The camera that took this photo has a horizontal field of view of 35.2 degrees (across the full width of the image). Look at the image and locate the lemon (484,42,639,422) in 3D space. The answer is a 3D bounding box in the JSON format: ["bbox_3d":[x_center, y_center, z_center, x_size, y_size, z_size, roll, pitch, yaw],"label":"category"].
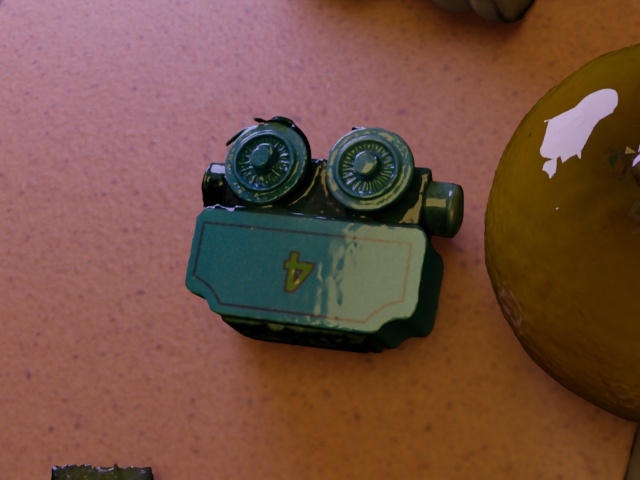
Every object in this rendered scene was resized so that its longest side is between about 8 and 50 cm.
[{"bbox_3d":[0.214,-0.011,0.604,0.240,0.219,0.240,-6,70,16],"label":"lemon"}]

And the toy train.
[{"bbox_3d":[0.000,0.000,0.723,0.198,0.107,0.154,6,77,17],"label":"toy train"}]

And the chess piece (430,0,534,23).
[{"bbox_3d":[0.052,-0.254,0.811,0.243,0.133,0.133,14,72,27],"label":"chess piece"}]

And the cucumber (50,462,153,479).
[{"bbox_3d":[-0.142,0.257,0.681,0.078,0.062,0.211,0,57,-21],"label":"cucumber"}]
